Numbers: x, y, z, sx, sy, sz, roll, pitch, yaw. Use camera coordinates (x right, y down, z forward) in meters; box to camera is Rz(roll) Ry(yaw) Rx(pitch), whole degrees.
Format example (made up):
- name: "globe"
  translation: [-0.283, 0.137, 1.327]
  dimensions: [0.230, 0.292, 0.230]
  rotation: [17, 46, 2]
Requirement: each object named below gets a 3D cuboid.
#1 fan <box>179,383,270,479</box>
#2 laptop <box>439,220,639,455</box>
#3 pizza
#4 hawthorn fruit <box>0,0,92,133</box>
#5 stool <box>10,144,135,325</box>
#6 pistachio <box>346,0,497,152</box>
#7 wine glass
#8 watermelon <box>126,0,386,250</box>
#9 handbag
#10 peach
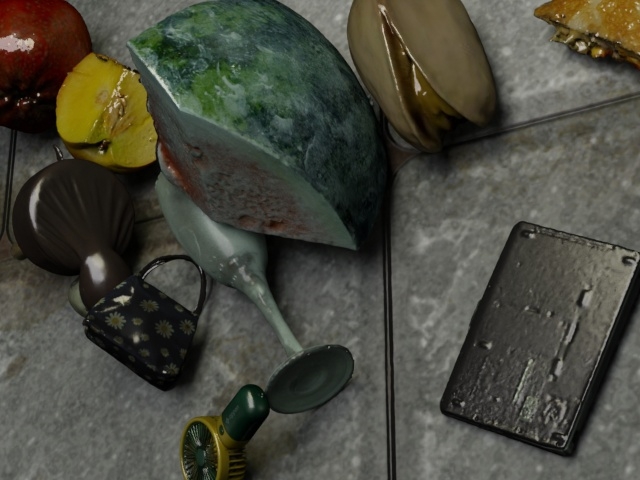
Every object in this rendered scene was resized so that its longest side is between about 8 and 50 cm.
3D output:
- name: "fan"
  translation: [-0.089, 0.194, 1.660]
  dimensions: [0.155, 0.039, 0.082]
  rotation: [-53, 49, 43]
- name: "laptop"
  translation: [0.207, 0.087, 1.589]
  dimensions: [0.154, 0.026, 0.207]
  rotation: [17, 77, 35]
- name: "pizza"
  translation: [0.304, -0.221, 1.667]
  dimensions: [0.199, 0.062, 0.188]
  rotation: [2, 56, 38]
- name: "hawthorn fruit"
  translation: [-0.345, -0.227, 2.007]
  dimensions: [0.157, 0.157, 0.194]
  rotation: [-15, 42, 24]
- name: "stool"
  translation: [-0.267, 0.004, 1.858]
  dimensions: [0.121, 0.125, 0.217]
  rotation: [-28, 84, 57]
- name: "pistachio"
  translation: [0.101, -0.185, 1.725]
  dimensions: [0.130, 0.131, 0.206]
  rotation: [-36, 57, 21]
- name: "wine glass"
  translation: [0.000, 0.000, 1.755]
  dimensions: [0.264, 0.096, 0.309]
  rotation: [-24, 52, -10]
- name: "watermelon"
  translation: [-0.056, -0.098, 1.722]
  dimensions: [0.214, 0.320, 0.289]
  rotation: [-39, 86, 26]
- name: "handbag"
  translation: [-0.170, 0.075, 1.785]
  dimensions: [0.115, 0.072, 0.139]
  rotation: [34, 66, 3]
- name: "peach"
  translation: [-0.233, -0.140, 1.908]
  dimensions: [0.151, 0.118, 0.151]
  rotation: [1, 80, -8]
